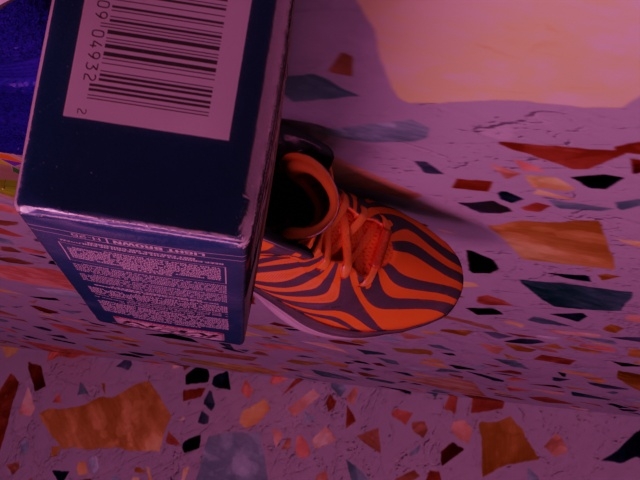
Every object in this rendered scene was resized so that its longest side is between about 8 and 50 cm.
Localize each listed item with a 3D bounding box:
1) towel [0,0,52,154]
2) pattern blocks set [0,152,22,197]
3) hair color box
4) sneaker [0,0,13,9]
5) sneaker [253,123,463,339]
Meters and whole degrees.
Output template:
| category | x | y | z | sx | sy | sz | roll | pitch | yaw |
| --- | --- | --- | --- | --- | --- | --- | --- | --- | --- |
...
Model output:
| category | x | y | z | sx | sy | sz | roll | pitch | yaw |
| --- | --- | --- | --- | --- | --- | --- | --- | --- | --- |
| towel | -0.253 | -0.117 | 0.837 | 0.227 | 0.076 | 0.308 | 9 | 168 | 7 |
| pattern blocks set | -0.311 | -0.083 | 1.172 | 0.324 | 0.026 | 0.285 | 6 | 168 | 18 |
| hair color box | -0.076 | -0.054 | 0.745 | 0.105 | 0.174 | 0.347 | 9 | 169 | -2 |
| sneaker | -0.178 | -0.159 | 0.548 | 0.163 | 0.086 | 0.226 | 21 | 159 | -30 |
| sneaker | 0.000 | 0.000 | 1.062 | 0.321 | 0.125 | 0.180 | 15 | 168 | -24 |
